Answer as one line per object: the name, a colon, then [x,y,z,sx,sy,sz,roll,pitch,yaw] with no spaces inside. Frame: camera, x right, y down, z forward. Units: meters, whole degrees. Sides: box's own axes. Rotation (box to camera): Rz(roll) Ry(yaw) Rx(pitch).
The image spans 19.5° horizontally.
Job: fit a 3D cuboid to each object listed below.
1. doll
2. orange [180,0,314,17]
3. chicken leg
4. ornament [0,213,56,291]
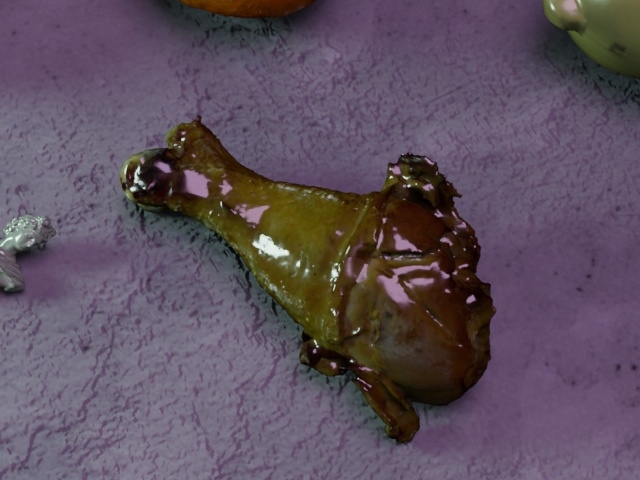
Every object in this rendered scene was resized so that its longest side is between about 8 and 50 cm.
doll: [0.339,-0.270,1.846,0.177,0.161,0.261,31,59,4]
orange: [-0.078,-0.308,1.779,0.224,0.170,0.224,10,61,-18]
chicken leg: [0.014,-0.006,1.658,0.361,0.140,0.211,44,72,8]
ornament: [-0.283,0.012,1.649,0.068,0.041,0.092,28,71,10]
